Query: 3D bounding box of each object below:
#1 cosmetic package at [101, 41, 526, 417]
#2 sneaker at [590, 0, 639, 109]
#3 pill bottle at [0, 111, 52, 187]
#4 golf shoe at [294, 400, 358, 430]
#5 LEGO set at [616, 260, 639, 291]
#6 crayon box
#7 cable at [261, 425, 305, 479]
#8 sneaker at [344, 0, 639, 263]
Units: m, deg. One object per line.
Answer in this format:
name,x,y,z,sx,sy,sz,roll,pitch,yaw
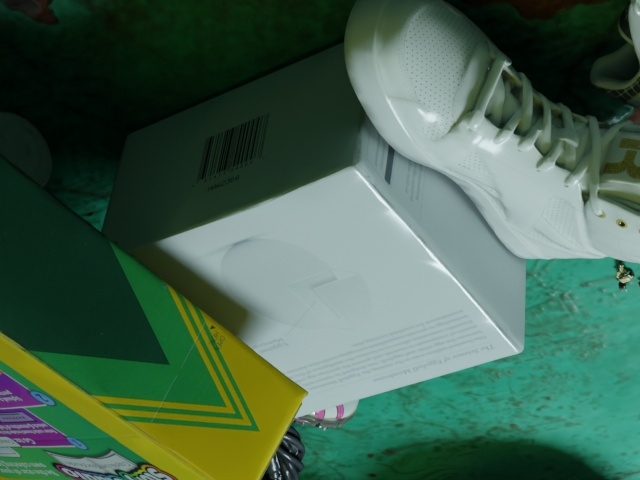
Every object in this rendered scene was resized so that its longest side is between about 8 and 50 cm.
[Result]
cosmetic package,0.000,0.000,1.110,0.224,0.138,0.224,-19,132,29
sneaker,0.238,-0.161,0.934,0.095,0.090,0.235,16,139,3
pill bottle,-0.263,-0.043,1.150,0.120,0.067,0.067,-29,129,35
golf shoe,-0.024,0.108,1.297,0.186,0.067,0.086,23,97,-46
LEGO set,0.275,0.032,1.203,0.083,0.023,0.054,-16,136,24
crayon box,-0.240,0.073,1.118,0.313,0.106,0.363,39,152,-27
cable,-0.089,0.191,1.433,0.150,0.047,0.184,-33,124,32
sneaker,0.153,-0.073,0.990,0.169,0.108,0.292,7,158,42
